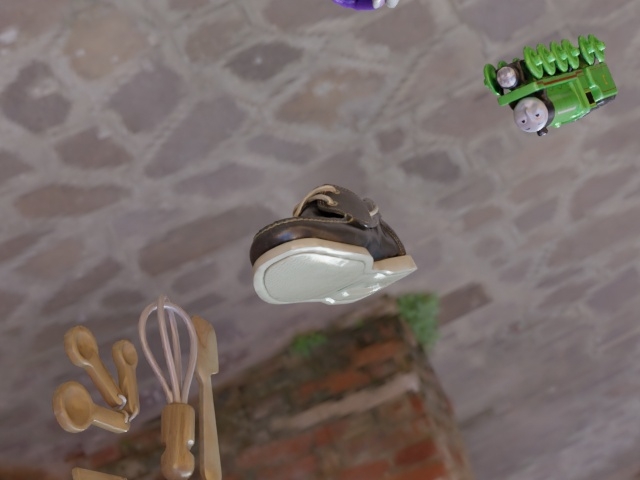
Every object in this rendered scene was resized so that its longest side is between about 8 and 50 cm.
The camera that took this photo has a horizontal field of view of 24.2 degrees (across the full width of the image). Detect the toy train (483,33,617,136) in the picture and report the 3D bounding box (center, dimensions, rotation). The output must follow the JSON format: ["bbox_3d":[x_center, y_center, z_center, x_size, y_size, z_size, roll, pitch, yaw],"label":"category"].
[{"bbox_3d":[0.067,-0.044,0.425,0.017,0.024,0.083,-22,-179,27],"label":"toy train"}]

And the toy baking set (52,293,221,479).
[{"bbox_3d":[-0.113,0.142,1.115,0.030,0.197,0.256,-19,-179,25],"label":"toy baking set"}]

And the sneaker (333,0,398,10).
[{"bbox_3d":[0.029,-0.222,0.849,0.282,0.102,0.161,-68,173,-64],"label":"sneaker"}]

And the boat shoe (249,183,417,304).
[{"bbox_3d":[0.000,0.000,1.068,0.084,0.079,0.233,-24,171,17],"label":"boat shoe"}]
